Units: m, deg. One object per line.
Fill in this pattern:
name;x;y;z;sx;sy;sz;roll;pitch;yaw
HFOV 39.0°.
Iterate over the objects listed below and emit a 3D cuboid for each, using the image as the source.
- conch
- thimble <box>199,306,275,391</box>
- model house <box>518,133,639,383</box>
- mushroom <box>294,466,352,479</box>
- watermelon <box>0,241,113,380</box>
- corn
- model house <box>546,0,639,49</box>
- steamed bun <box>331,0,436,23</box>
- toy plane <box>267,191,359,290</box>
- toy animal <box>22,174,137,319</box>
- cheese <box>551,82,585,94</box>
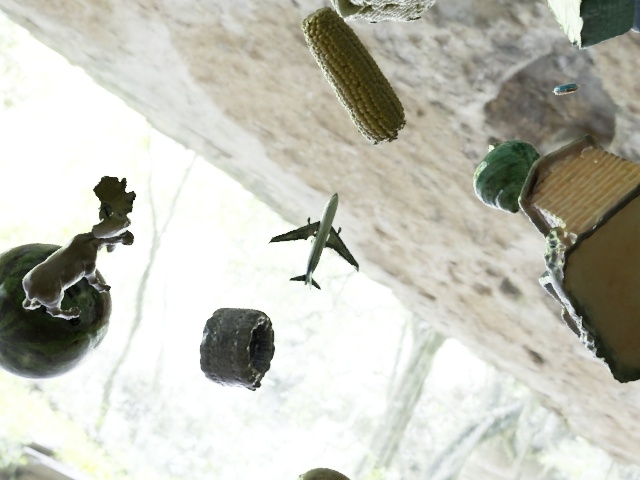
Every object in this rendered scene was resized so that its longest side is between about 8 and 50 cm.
conch;0.380;-0.132;1.849;0.122;0.188;0.176;32;-47;5
thimble;-0.148;0.193;1.632;0.098;0.150;0.150;3;-21;18
model house;0.278;0.003;0.891;0.183;0.166;0.172;49;3;-28
mushroom;0.001;0.525;1.757;0.166;0.166;0.127;26;-1;6
watermelon;-0.567;0.140;1.835;0.285;0.285;0.285;26;-13;6
corn;0.059;-0.283;1.564;0.260;0.091;0.091;53;2;-22
model house;0.616;-0.563;1.772;0.329;0.295;0.251;-13;-44;0
steamed bun;0.191;-0.780;2.594;0.347;0.237;0.394;-11;-6;18
toy plane;-0.002;0.001;2.012;0.226;0.226;0.058;18;-8;-19
toy animal;-0.349;0.019;1.347;0.094;0.214;0.186;33;-36;19
cheese;0.443;-0.272;1.609;0.047;0.017;0.111;-2;12;30
